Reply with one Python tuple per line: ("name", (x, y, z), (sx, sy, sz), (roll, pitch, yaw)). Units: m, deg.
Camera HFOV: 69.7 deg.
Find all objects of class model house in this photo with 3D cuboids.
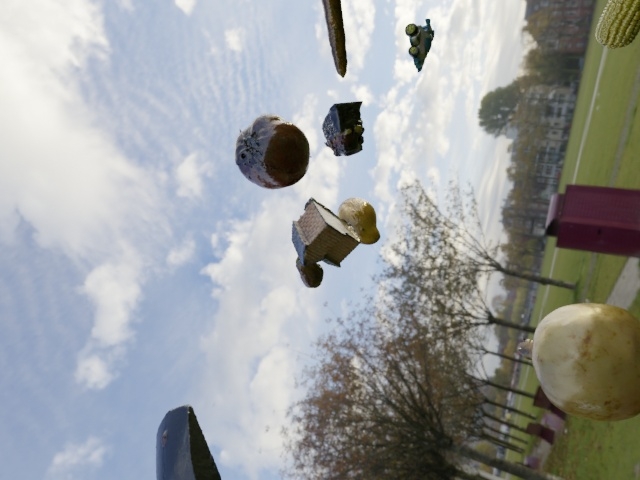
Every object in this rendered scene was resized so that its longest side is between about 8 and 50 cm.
("model house", (0.000, 0.000, 1.431), (0.183, 0.166, 0.172), (29, -71, -37))

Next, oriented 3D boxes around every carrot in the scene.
("carrot", (0.046, -0.655, 1.391), (0.066, 0.066, 0.314), (-43, -54, -51))

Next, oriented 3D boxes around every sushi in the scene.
("sushi", (0.089, -0.387, 1.664), (0.153, 0.172, 0.150), (-19, -99, -38))

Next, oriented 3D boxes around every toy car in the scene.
("toy car", (0.374, -0.716, 1.686), (0.126, 0.098, 0.162), (15, -114, -64))

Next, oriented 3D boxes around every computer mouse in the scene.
("computer mouse", (-0.324, 0.531, 1.056), (0.087, 0.295, 0.168), (9, -47, -49))

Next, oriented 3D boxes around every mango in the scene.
("mango", (0.148, -0.082, 1.794), (0.262, 0.157, 0.109), (-117, 14, -52))

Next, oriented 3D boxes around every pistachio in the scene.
("pistachio", (-0.033, 0.117, 1.690), (0.089, 0.049, 0.173), (-26, -53, -7))

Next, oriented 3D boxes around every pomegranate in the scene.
("pomegranate", (0.734, 0.328, 1.284), (0.342, 0.342, 0.343), (-37, -48, -55))

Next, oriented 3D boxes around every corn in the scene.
("corn", (0.529, -0.421, 0.762), (0.072, 0.072, 0.203), (-56, -20, -39))

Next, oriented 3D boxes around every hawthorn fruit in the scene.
("hawthorn fruit", (-0.093, -0.208, 1.129), (0.235, 0.181, 0.181), (2, -81, -48))
